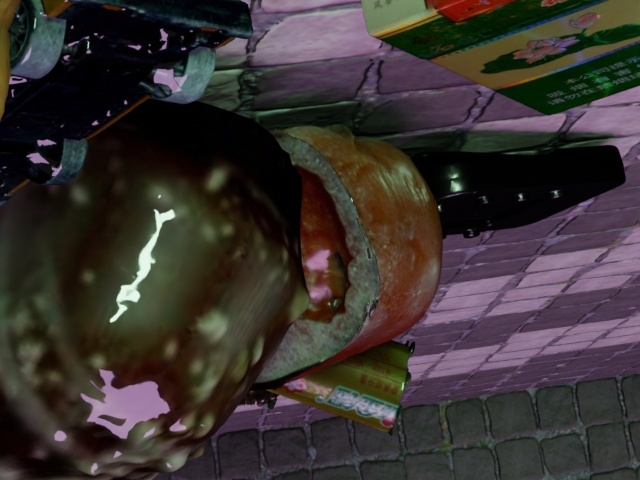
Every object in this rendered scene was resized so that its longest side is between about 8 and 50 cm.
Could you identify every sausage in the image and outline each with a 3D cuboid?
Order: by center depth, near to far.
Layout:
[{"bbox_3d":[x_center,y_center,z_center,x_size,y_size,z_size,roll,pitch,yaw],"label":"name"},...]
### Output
[{"bbox_3d":[-0.107,0.055,1.178,0.371,0.082,0.082,19,163,-5],"label":"sausage"}]

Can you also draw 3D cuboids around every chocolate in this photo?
[{"bbox_3d":[-0.168,0.059,0.946,0.340,0.210,0.225,-14,143,36],"label":"chocolate"}]

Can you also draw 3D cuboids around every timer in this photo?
[{"bbox_3d":[0.131,-0.041,1.193,0.187,0.055,0.144,-5,169,-32],"label":"timer"}]

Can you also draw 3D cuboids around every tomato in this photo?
[{"bbox_3d":[0.000,0.000,1.083,0.214,0.181,0.155,-19,178,43],"label":"tomato"}]

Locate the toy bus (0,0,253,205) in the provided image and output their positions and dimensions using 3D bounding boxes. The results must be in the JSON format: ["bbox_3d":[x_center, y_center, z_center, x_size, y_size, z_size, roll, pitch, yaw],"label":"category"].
[{"bbox_3d":[-0.136,-0.094,0.661,0.098,0.114,0.201,4,156,-45],"label":"toy bus"}]

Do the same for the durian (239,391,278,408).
[{"bbox_3d":[-0.056,0.058,1.310,0.196,0.167,0.196,-32,178,-1],"label":"durian"}]

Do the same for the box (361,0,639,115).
[{"bbox_3d":[0.139,-0.126,0.876,0.132,0.034,0.235,-16,164,29],"label":"box"}]

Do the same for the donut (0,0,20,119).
[{"bbox_3d":[-0.233,-0.071,0.347,0.317,0.299,0.150,22,170,-19],"label":"donut"}]
